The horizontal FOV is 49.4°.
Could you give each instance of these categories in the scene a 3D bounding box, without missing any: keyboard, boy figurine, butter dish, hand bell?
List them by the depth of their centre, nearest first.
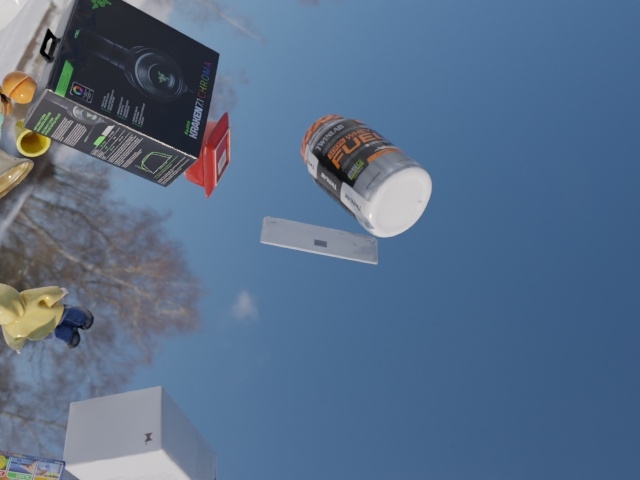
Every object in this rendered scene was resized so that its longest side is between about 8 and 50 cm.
[{"bbox_3d":[-0.610,-0.181,1.149,0.126,0.242,0.126,-40,-172,7],"label":"hand bell"},{"bbox_3d":[0.000,0.000,1.489,0.014,0.256,0.072,112,-14,-53],"label":"keyboard"},{"bbox_3d":[-0.651,0.174,1.567,0.092,0.285,0.177,34,-90,31],"label":"boy figurine"},{"bbox_3d":[-0.279,-0.205,1.600,0.160,0.118,0.160,-71,170,-47],"label":"butter dish"}]

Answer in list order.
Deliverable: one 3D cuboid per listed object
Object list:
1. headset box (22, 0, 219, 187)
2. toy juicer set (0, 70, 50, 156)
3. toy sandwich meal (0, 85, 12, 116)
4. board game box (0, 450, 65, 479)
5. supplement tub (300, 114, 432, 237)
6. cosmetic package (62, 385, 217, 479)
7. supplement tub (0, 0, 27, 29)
[{"bbox_3d":[-0.341,-0.268,1.194,0.131,0.283,0.246,-30,-135,46],"label":"headset box"},{"bbox_3d":[-0.698,-0.244,1.351,0.089,0.329,0.209,47,-44,36],"label":"toy juicer set"},{"bbox_3d":[-0.692,-0.309,1.493,0.085,0.029,0.086,23,-58,43],"label":"toy sandwich meal"},{"bbox_3d":[-0.646,0.509,1.431,0.035,0.201,0.136,-6,-112,69],"label":"board game box"},{"bbox_3d":[0.097,-0.164,1.646,0.194,0.193,0.316,-55,-131,11],"label":"supplement tub"},{"bbox_3d":[-0.422,0.542,1.714,0.230,0.453,0.162,-10,-128,3],"label":"cosmetic package"},{"bbox_3d":[-0.541,-0.447,0.912,0.235,0.324,0.236,-22,-126,34],"label":"supplement tub"}]
